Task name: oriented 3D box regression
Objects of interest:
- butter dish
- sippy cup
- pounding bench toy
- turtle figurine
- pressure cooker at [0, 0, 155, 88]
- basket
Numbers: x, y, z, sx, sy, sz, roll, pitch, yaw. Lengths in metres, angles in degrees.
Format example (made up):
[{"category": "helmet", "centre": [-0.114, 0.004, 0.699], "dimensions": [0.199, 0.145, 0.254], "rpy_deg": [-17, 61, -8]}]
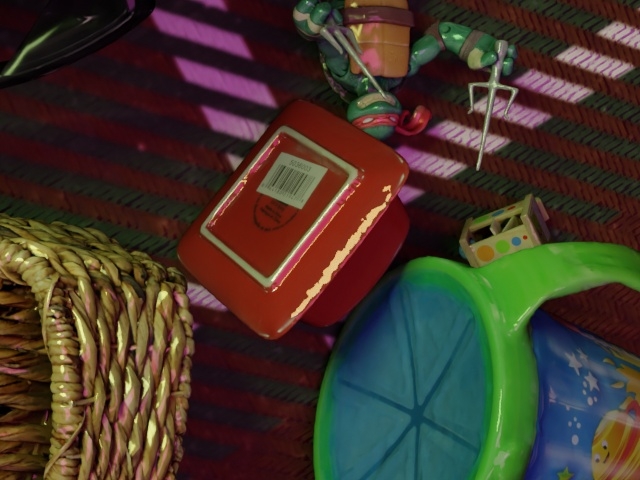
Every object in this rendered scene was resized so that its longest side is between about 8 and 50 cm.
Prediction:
[{"category": "butter dish", "centre": [0.000, 0.000, 0.949], "dimensions": [0.160, 0.160, 0.118], "rpy_deg": [-52, 131, -2]}, {"category": "sippy cup", "centre": [0.148, 0.148, 0.973], "dimensions": [0.224, 0.305, 0.240], "rpy_deg": [15, 67, -29]}, {"category": "pounding bench toy", "centre": [0.149, -0.001, 1.030], "dimensions": [0.065, 0.083, 0.052], "rpy_deg": [-22, 105, 21]}, {"category": "turtle figurine", "centre": [0.043, -0.161, 0.935], "dimensions": [0.175, 0.118, 0.234], "rpy_deg": [-2, 83, -33]}, {"category": "pressure cooker", "centre": [-0.248, -0.285, 0.697], "dimensions": [0.375, 0.369, 0.421], "rpy_deg": [-16, 110, -54]}, {"category": "basket", "centre": [-0.234, 0.134, 0.822], "dimensions": [0.223, 0.213, 0.299], "rpy_deg": [11, 97, -40]}]
